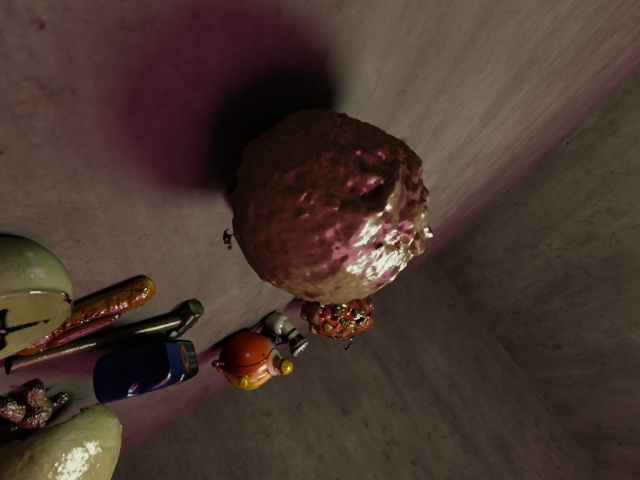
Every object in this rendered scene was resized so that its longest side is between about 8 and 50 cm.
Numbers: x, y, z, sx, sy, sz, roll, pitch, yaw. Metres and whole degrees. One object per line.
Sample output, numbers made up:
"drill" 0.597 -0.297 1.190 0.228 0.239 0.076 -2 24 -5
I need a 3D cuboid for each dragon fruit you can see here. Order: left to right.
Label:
"dragon fruit" 0.056 0.283 1.613 0.291 0.250 0.269 -2 139 -37

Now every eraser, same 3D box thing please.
"eraser" -0.375 0.284 0.894 0.155 0.101 0.332 -14 167 -11

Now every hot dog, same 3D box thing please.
"hot dog" -0.369 0.124 0.643 0.216 0.047 0.066 -25 164 -32

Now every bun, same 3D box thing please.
"bun" -0.599 0.546 0.882 0.364 0.202 0.364 -37 168 -9

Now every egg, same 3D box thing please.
"egg" 0.013 -0.041 0.546 0.279 0.279 0.310 -37 175 5

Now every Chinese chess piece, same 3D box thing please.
"Chinese chess piece" -0.373 0.076 0.431 0.188 0.083 0.188 -32 167 -9

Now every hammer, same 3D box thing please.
"hammer" -0.404 0.192 0.798 0.111 0.043 0.365 -42 161 29

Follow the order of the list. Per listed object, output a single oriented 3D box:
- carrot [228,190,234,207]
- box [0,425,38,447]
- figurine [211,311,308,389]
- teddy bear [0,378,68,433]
"carrot" -0.120 -0.042 0.690 0.037 0.037 0.190 -35 163 0
"box" -0.731 0.458 0.833 0.155 0.067 0.243 -34 165 -13
"figurine" -0.237 0.414 1.489 0.320 0.196 0.323 6 -146 47
"teddy bear" -0.574 0.344 0.806 0.119 0.078 0.160 -30 163 -32
